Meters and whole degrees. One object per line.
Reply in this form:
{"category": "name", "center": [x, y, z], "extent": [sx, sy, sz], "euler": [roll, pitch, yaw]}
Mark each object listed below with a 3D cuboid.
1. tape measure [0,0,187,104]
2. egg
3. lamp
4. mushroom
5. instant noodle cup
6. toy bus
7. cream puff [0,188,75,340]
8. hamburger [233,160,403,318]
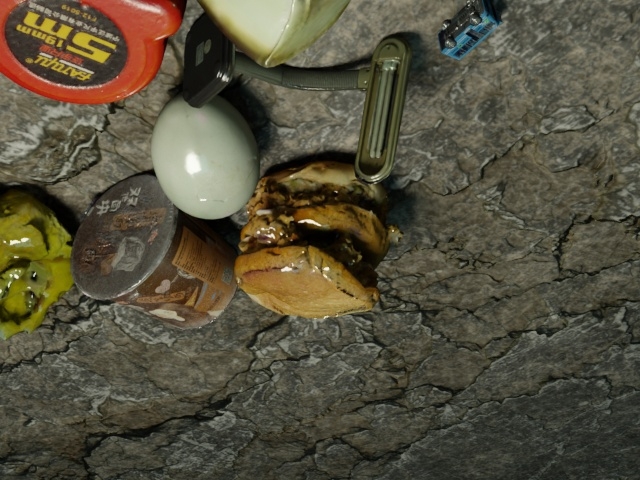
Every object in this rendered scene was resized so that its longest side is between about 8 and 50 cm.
{"category": "tape measure", "center": [-0.301, -0.282, 1.007], "extent": [0.253, 0.114, 0.260], "euler": [20, 143, -25]}
{"category": "egg", "center": [-0.164, -0.122, 1.191], "extent": [0.151, 0.151, 0.209], "euler": [-5, 142, 6]}
{"category": "lamp", "center": [-0.035, -0.178, 1.087], "extent": [0.283, 0.203, 0.124], "euler": [8, 162, -17]}
{"category": "mushroom", "center": [-0.031, -0.372, 0.890], "extent": [0.217, 0.212, 0.292], "euler": [49, 152, 8]}
{"category": "instant noodle cup", "center": [-0.256, 0.031, 1.363], "extent": [0.217, 0.218, 0.207], "euler": [-20, 145, 25]}
{"category": "toy bus", "center": [0.192, -0.274, 1.082], "extent": [0.046, 0.038, 0.083], "euler": [19, 141, -31]}
{"category": "cream puff", "center": [-0.521, 0.052, 1.378], "extent": [0.281, 0.185, 0.282], "euler": [-7, 137, -7]}
{"category": "hamburger", "center": [0.000, 0.011, 1.323], "extent": [0.260, 0.211, 0.245], "euler": [2, 151, 7]}
